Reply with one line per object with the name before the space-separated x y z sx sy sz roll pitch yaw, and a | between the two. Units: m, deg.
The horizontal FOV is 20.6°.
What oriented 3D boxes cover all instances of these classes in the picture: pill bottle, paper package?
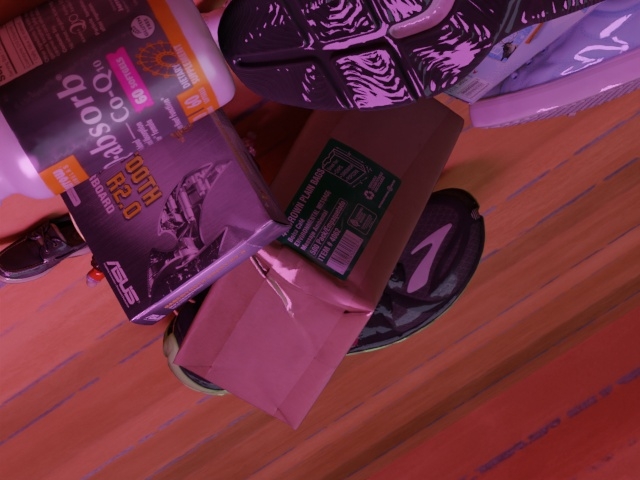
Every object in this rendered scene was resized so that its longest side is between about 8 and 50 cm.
pill bottle | -0.231 -0.135 1.595 0.278 0.162 0.162 -29 160 -2
paper package | 0.000 0.000 2.015 0.325 0.168 0.309 -61 180 -38

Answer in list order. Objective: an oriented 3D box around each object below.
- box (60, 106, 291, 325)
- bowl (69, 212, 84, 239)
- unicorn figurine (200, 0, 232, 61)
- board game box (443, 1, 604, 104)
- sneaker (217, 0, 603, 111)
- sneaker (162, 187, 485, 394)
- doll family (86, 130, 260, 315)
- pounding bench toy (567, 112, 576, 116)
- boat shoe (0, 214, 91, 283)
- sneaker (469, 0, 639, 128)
box | -0.162 -0.059 1.766 0.183 0.231 0.056 -35 163 15
bowl | -0.187 -0.064 1.900 0.170 0.080 0.170 -3 115 -6
unicorn figurine | -0.078 -0.222 1.734 0.162 0.060 0.111 -33 149 26
board game box | 0.210 -0.292 1.955 0.318 0.066 0.319 -37 159 20
sneaker | 0.125 -0.279 1.666 0.448 0.169 0.257 -18 -151 21
sneaker | 0.018 0.066 2.384 0.483 0.185 0.202 -27 164 -11
doll family | -0.144 -0.003 2.010 0.263 0.118 0.163 -40 175 5
pounding bench toy | 0.288 -0.185 2.294 0.065 0.083 0.052 -28 160 -8
boat shoe | -0.303 0.000 1.984 0.152 0.056 0.049 -28 157 -34
sneaker | 0.334 -0.248 2.159 0.366 0.150 0.135 -20 174 29
